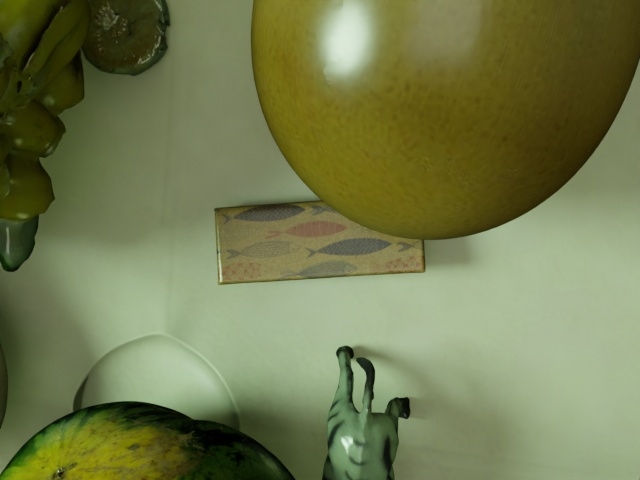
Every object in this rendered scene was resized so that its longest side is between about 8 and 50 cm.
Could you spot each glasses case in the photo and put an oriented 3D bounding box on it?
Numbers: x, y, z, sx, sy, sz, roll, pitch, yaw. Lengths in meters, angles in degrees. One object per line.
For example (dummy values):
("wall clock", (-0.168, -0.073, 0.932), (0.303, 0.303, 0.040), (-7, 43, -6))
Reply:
("glasses case", (0.000, 0.000, 0.702), (0.170, 0.041, 0.065), (-4, 87, 8))

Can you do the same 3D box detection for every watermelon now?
("watermelon", (-0.133, 0.249, 0.643), (0.269, 0.269, 0.269), (1, 99, 7))

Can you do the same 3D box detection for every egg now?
("egg", (0.085, -0.158, 0.556), (0.250, 0.250, 0.322), (17, 106, 4))

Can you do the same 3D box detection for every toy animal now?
("toy animal", (0.034, 0.202, 0.662), (0.073, 0.176, 0.217), (-1, 98, 6))

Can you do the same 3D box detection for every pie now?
("pie", (-0.163, -0.178, 0.703), (0.084, 0.020, 0.084), (1, 98, 5))

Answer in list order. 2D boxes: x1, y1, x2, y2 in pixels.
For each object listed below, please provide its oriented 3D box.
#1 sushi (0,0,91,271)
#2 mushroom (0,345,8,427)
("sushi", (-0.312, -0.102, 0.598), (0.285, 0.328, 0.329), (3, 141, -19))
("mushroom", (-0.371, 0.127, 0.680), (0.207, 0.215, 0.207), (3, 103, 14))
